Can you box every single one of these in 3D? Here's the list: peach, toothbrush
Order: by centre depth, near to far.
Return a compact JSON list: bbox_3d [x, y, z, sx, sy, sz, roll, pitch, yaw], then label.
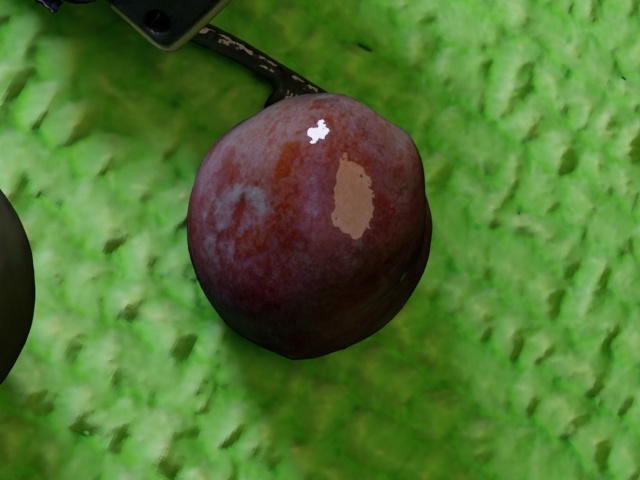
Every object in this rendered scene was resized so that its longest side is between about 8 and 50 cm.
[{"bbox_3d":[0.000,0.000,0.893,0.152,0.152,0.152,7,72,-22],"label":"peach"},{"bbox_3d":[-0.120,-0.148,0.939,0.297,0.030,0.031,30,75,-14],"label":"toothbrush"}]

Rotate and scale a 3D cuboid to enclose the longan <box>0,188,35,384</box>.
[{"bbox_3d":[-0.230,0.032,0.762,0.184,0.159,0.204,-4,73,-29],"label":"longan"}]

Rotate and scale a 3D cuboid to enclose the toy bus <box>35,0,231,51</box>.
[{"bbox_3d":[-0.152,-0.299,0.876,0.365,0.177,0.202,43,37,-9],"label":"toy bus"}]
